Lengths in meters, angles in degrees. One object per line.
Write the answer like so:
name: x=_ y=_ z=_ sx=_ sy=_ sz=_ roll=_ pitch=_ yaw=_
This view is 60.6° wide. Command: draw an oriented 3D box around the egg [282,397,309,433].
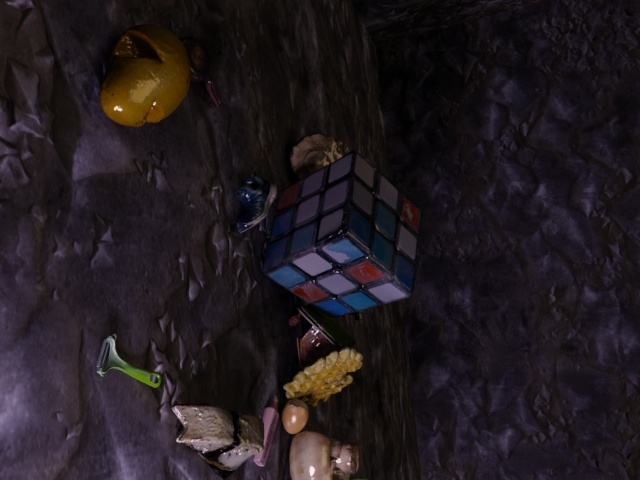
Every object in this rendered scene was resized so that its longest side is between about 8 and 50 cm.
egg: x=-0.075 y=0.519 z=1.612 sx=0.080 sy=0.080 sz=0.096 roll=-15 pitch=113 yaw=-70

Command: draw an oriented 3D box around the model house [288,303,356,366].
model house: x=-0.018 y=0.331 z=1.819 sx=0.207 sy=0.154 sz=0.294 roll=40 pitch=3 yaw=14

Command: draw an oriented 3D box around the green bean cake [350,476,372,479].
green bean cake: x=0.078 y=0.843 z=1.701 sx=0.200 sy=0.214 sz=0.113 roll=-63 pitch=136 yaw=-59

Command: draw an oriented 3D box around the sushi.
sushi: x=-0.214 y=0.420 z=1.220 sx=0.273 sy=0.109 sz=0.134 roll=62 pitch=27 yaw=-42

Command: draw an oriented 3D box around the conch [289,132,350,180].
conch: x=0.019 y=-0.240 z=2.039 sx=0.352 sy=0.210 sz=0.297 roll=-3 pitch=100 yaw=-68

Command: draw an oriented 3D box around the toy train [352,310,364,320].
toy train: x=0.124 y=0.195 z=2.266 sx=0.154 sy=0.115 sz=0.269 roll=21 pitch=62 yaw=-58

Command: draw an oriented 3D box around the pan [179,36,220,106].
pan: x=-0.306 y=-0.433 z=1.435 sx=0.212 sy=0.040 sz=0.114 roll=58 pitch=35 yaw=-47

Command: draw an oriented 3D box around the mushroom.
mushroom: x=0.015 y=0.684 z=1.620 sx=0.253 sy=0.195 sz=0.188 roll=52 pitch=38 yaw=-52

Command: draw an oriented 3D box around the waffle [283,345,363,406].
waffle: x=0.015 y=0.418 z=1.686 sx=0.056 sy=0.261 sz=0.250 roll=59 pitch=-2 yaw=36

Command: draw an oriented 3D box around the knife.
knife: x=-0.356 y=0.236 z=1.029 sx=0.166 sy=0.023 sz=0.078 roll=52 pitch=41 yaw=-51

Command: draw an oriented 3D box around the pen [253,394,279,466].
pen: x=-0.143 y=0.512 z=1.495 sx=0.197 sy=0.032 sz=0.053 roll=-78 pitch=151 yaw=-42

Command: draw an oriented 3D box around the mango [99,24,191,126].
mango: x=-0.359 y=-0.332 z=1.119 sx=0.167 sy=0.130 sz=0.261 roll=53 pitch=38 yaw=-43

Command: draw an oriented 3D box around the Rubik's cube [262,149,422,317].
Rubik's cube: x=0.073 y=-0.001 z=1.718 sx=0.359 sy=0.363 sz=0.362 roll=34 pitch=46 yaw=-32

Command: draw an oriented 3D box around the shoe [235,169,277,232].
shoe: x=-0.198 y=-0.109 z=1.550 sx=0.106 sy=0.092 sz=0.207 roll=42 pitch=42 yaw=-27
